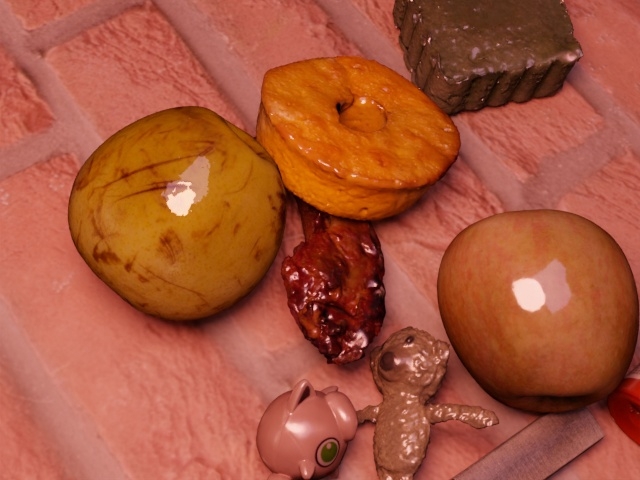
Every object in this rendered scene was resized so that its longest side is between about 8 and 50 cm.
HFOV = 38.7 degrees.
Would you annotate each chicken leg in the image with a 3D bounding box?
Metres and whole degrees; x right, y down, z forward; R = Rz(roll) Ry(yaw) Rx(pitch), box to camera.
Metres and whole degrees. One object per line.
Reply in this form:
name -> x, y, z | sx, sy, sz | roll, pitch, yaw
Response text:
chicken leg -> 0.000, 0.000, 1.260 | 0.158, 0.096, 0.407 | 8, 47, -30

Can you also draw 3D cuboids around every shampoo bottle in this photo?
shampoo bottle -> 0.512, 0.158, 1.220 | 0.278, 0.104, 0.104 | -36, 71, -20

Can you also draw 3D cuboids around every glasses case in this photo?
glasses case -> 0.265, 0.280, 1.172 | 0.205, 0.047, 0.071 | -29, 70, -18

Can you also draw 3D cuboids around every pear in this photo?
pear -> -0.178, -0.039, 1.171 | 0.283, 0.283, 0.283 | 2, 63, -4

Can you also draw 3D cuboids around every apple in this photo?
apple -> 0.272, 0.092, 1.154 | 0.257, 0.257, 0.234 | 4, 70, -3

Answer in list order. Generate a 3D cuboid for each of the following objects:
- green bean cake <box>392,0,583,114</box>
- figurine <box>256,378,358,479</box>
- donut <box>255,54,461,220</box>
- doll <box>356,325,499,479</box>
green bean cake -> 0.256, -0.330, 1.435 | 0.255, 0.132, 0.241 | -14, 66, -13
figurine -> -0.017, 0.241, 1.125 | 0.125, 0.125, 0.138 | 20, 82, 5
donut -> 0.044, -0.143, 1.287 | 0.303, 0.110, 0.303 | 16, 41, -14
doll -> 0.092, 0.251, 1.138 | 0.203, 0.091, 0.286 | 19, 81, 51
